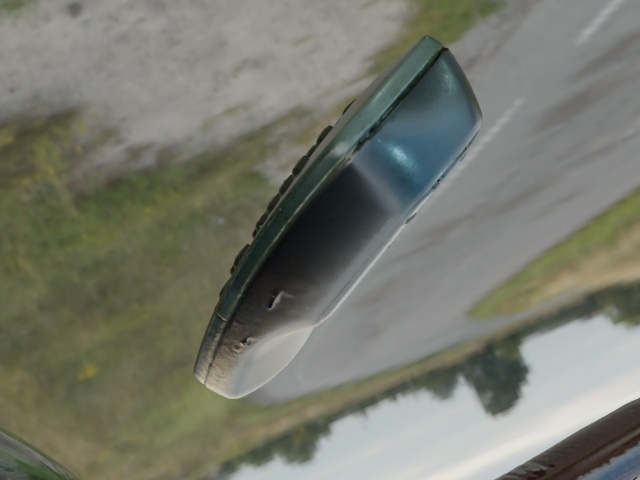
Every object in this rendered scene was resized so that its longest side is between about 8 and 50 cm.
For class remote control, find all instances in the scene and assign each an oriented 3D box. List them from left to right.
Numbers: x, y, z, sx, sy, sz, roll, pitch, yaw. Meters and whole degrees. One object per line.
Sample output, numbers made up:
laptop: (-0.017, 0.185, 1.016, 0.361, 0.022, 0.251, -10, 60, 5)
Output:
remote control: (0.000, 0.000, 0.562, 0.072, 0.042, 0.222, -49, 177, -28)

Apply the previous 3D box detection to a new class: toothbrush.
toothbrush: (0.157, 0.109, 0.827, 0.364, 0.041, 0.041, -23, 175, -34)

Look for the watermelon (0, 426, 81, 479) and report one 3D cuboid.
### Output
watermelon: (-0.157, 0.176, 0.589, 0.213, 0.201, 0.262, 18, -170, -39)
